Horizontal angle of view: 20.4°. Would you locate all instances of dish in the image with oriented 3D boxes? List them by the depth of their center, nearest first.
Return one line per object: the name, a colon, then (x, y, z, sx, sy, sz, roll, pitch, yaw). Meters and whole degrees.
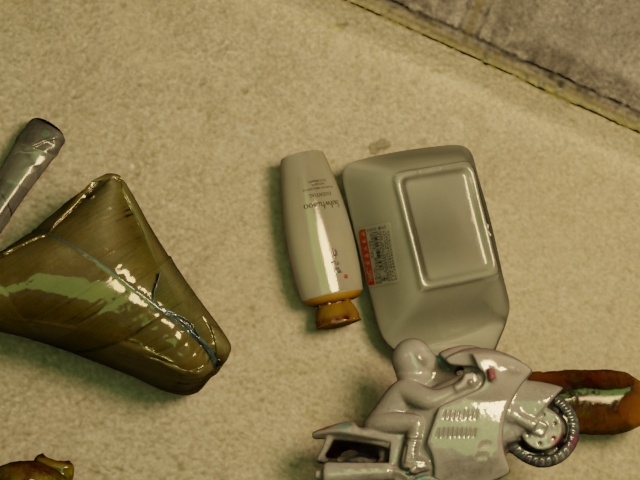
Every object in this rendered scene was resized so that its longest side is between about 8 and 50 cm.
dish: (0.124, 0.014, 1.815, 0.154, 0.064, 0.234, -11, 83, -23)

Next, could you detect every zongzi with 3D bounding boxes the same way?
zongzi: (-0.235, 0.089, 1.711, 0.256, 0.115, 0.228, -34, 89, -28)

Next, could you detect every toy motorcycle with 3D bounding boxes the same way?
toy motorcycle: (0.112, 0.176, 1.727, 0.260, 0.110, 0.171, -20, 79, 3)

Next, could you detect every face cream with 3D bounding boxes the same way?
face cream: (0.000, 0.000, 1.814, 0.072, 0.051, 0.182, -8, 82, -25)

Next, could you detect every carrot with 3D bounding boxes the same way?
carrot: (0.205, 0.169, 1.815, 0.260, 0.070, 0.070, -2, 80, -9)

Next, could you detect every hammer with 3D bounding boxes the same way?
hammer: (-0.386, 0.052, 1.738, 0.152, 0.044, 0.427, 29, 74, 2)

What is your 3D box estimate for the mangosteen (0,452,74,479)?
mangosteen: (-0.279, 0.319, 1.625, 0.275, 0.275, 0.302, 19, 44, -6)
